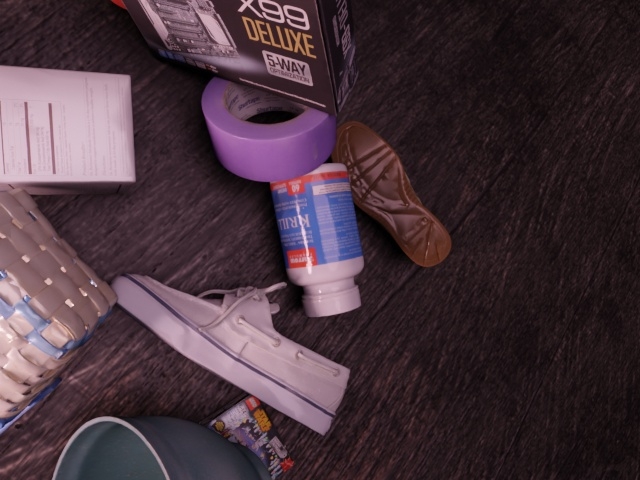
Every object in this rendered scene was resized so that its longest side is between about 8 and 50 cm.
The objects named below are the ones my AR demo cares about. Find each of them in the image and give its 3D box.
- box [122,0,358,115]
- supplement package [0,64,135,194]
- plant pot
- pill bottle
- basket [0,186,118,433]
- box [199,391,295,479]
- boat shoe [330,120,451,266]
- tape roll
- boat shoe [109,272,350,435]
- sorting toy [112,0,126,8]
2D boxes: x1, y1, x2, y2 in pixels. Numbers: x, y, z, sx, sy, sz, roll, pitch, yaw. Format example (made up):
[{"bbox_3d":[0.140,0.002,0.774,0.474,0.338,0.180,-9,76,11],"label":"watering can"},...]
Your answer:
[{"bbox_3d":[-0.112,-0.294,0.619,0.307,0.242,0.076,22,72,16],"label":"box"},{"bbox_3d":[-0.363,-0.127,0.624,0.244,0.139,0.134,-3,90,-25],"label":"supplement package"},{"bbox_3d":[-0.175,0.356,0.630,0.196,0.293,0.293,12,81,-51],"label":"plant pot"},{"bbox_3d":[0.000,0.000,0.792,0.124,0.124,0.221,-11,91,-25],"label":"pill bottle"},{"bbox_3d":[-0.400,0.101,0.577,0.289,0.201,0.255,-34,105,6],"label":"basket"},{"bbox_3d":[-0.110,0.309,0.777,0.094,0.027,0.137,-31,99,-24],"label":"box"},{"bbox_3d":[0.112,-0.076,0.880,0.104,0.089,0.285,-35,100,4],"label":"boat shoe"},{"bbox_3d":[-0.070,-0.179,0.738,0.189,0.080,0.189,0,54,1],"label":"tape roll"},{"bbox_3d":[-0.105,0.121,0.724,0.367,0.136,0.156,34,70,-11],"label":"boat shoe"},{"bbox_3d":[-0.193,-0.501,0.733,0.127,0.126,0.365,36,74,-18],"label":"sorting toy"}]
